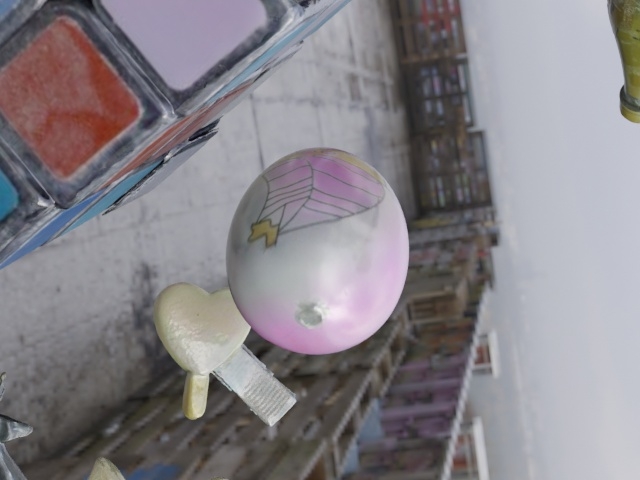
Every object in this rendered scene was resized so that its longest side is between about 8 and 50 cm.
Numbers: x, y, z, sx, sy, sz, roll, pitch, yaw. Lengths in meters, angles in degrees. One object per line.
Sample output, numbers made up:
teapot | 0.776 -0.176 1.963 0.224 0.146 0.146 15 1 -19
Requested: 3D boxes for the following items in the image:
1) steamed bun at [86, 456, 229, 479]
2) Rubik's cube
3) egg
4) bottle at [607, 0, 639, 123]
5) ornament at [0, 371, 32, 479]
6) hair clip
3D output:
steamed bun | -0.122 0.288 0.807 0.428 0.189 0.247 0 57 -48
Rubik's cube | -0.200 -0.231 0.935 0.362 0.359 0.363 53 20 -3
egg | 0.000 0.000 1.255 0.271 0.196 0.196 -75 156 -46
bottle | 0.284 -0.193 1.013 0.269 0.083 0.083 76 11 -60
ornament | -0.158 0.112 0.526 0.028 0.073 0.125 -68 146 -76
hair clip | -0.127 0.146 1.466 0.218 0.071 0.159 48 66 -17
